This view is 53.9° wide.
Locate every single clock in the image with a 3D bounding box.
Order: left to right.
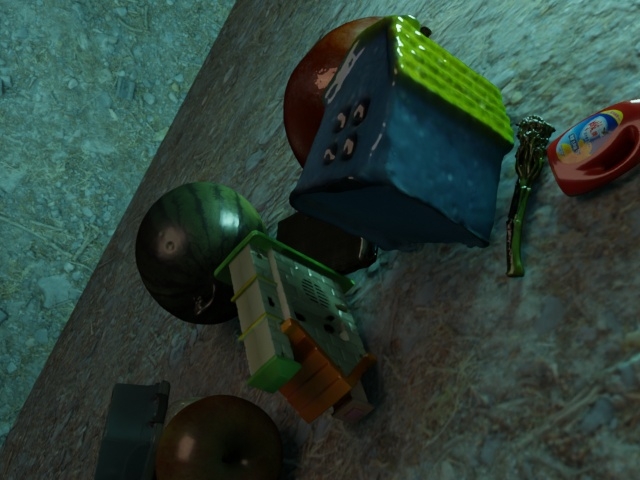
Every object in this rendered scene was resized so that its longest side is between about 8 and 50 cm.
[{"bbox_3d":[-0.028,0.139,0.923,0.106,0.219,0.255,-44,38,22],"label":"clock"}]

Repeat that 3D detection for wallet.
[{"bbox_3d":[0.001,0.000,1.147,0.317,0.044,0.169,-25,55,55],"label":"wallet"}]

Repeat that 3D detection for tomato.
[{"bbox_3d":[0.039,-0.267,1.118,0.338,0.143,0.338,-49,-13,-16],"label":"tomato"}]

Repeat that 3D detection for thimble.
[{"bbox_3d":[-0.237,0.348,1.168,0.115,0.102,0.090,-13,44,15],"label":"thimble"}]

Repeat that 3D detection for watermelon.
[{"bbox_3d":[-0.238,0.027,1.304,0.279,0.278,0.359,-53,27,10],"label":"watermelon"}]

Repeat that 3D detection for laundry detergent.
[{"bbox_3d":[0.351,-0.121,0.736,0.165,0.049,0.098,-34,43,36],"label":"laundry detergent"}]

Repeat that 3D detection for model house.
[{"bbox_3d":[0.127,-0.153,0.897,0.215,0.237,0.304,2,71,59],"label":"model house"}]

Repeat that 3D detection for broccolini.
[{"bbox_3d":[0.268,-0.062,0.822,0.054,0.051,0.239,10,65,13],"label":"broccolini"}]

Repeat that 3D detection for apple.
[{"bbox_3d":[-0.156,0.331,0.960,0.173,0.188,0.188,-24,43,55],"label":"apple"}]

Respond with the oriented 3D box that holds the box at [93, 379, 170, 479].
[{"bbox_3d":[-0.372,0.398,1.266,0.162,0.129,0.227,-96,22,-50],"label":"box"}]
